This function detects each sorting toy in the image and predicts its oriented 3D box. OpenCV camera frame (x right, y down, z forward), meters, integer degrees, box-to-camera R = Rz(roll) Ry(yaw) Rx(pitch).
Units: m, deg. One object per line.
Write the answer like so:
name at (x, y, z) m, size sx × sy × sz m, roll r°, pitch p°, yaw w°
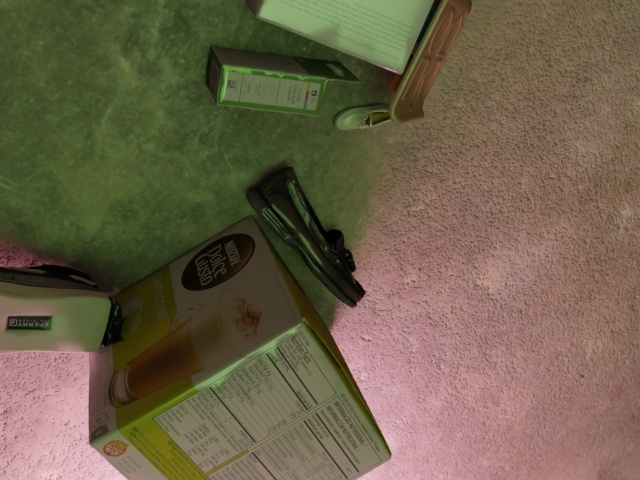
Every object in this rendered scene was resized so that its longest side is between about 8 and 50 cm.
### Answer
sorting toy at (0.164, -0.285, 1.019) m, size 0.038 × 0.193 × 0.208 m, roll 27°, pitch 111°, yaw 14°

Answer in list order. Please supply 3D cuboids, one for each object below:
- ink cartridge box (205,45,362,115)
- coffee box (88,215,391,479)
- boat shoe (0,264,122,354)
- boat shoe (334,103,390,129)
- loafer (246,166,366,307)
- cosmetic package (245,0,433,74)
ink cartridge box at (-0.057, -0.234, 0.995) m, size 0.209 × 0.109 × 0.062 m, roll 2°, pitch 118°, yaw -20°
coffee box at (-0.137, 0.228, 1.096) m, size 0.334 × 0.337 × 0.338 m, roll -31°, pitch 123°, yaw -1°
boat shoe at (-0.481, 0.093, 0.986) m, size 0.341 × 0.158 × 0.127 m, roll 13°, pitch 98°, yaw -34°
boat shoe at (0.074, -0.201, 1.102) m, size 0.100 × 0.035 × 0.035 m, roll -12°, pitch 122°, yaw -13°
loafer at (0.000, 0.000, 1.155) m, size 0.095 × 0.109 × 0.302 m, roll -41°, pitch 120°, yaw 2°
cosmetic package at (0.044, -0.382, 0.919) m, size 0.224 × 0.138 × 0.224 m, roll 16°, pitch 111°, yaw -20°
